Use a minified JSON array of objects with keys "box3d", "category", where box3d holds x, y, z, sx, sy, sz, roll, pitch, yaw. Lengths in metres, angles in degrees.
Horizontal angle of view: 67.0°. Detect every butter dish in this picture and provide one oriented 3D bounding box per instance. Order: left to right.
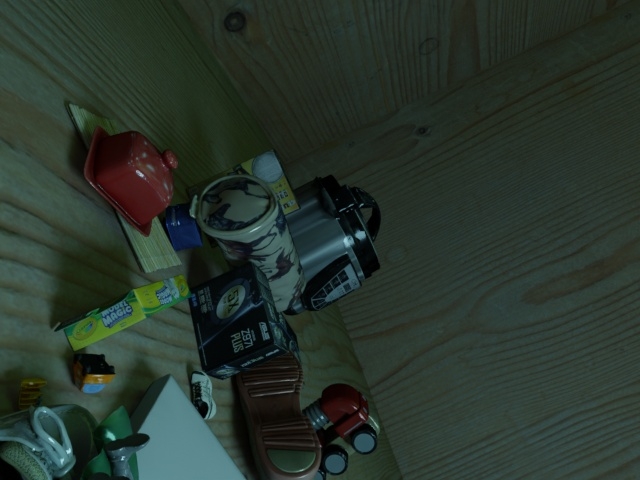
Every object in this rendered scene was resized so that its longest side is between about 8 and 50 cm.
[{"box3d":[-0.295,-0.116,0.810,0.159,0.118,0.160,-105,168,-45],"category":"butter dish"}]

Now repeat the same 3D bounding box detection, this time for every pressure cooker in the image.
[{"box3d":[-0.003,-0.005,1.527,0.375,0.421,0.370,63,-2,-18],"category":"pressure cooker"}]

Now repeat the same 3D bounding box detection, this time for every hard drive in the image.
[{"box3d":[-0.154,0.352,0.620,0.307,0.040,0.203,60,12,-15],"category":"hard drive"}]

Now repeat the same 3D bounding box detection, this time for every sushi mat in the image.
[{"box3d":[-0.350,-0.090,0.880,0.151,0.019,0.316,-36,102,-83],"category":"sushi mat"}]

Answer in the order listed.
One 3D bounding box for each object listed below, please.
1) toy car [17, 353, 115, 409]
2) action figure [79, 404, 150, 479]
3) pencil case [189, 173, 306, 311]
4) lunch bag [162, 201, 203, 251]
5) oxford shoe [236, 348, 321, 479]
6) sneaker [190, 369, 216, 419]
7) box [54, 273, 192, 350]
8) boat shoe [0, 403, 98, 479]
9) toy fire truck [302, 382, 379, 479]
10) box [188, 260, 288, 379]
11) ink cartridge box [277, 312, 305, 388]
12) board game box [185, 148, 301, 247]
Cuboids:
[{"box3d":[-0.283,0.153,0.527,0.122,0.060,0.040,12,97,-63],"category":"toy car"},{"box3d":[-0.174,0.289,0.444,0.137,0.064,0.232,-89,-179,-67],"category":"action figure"},{"box3d":[-0.148,0.022,1.073,0.410,0.184,0.159,78,-3,-58],"category":"pencil case"},{"box3d":[-0.281,-0.029,0.978,0.067,0.065,0.098,-112,-168,-47],"category":"lunch bag"},{"box3d":[-0.101,0.356,0.982,0.397,0.141,0.146,-112,-153,-62],"category":"oxford shoe"},{"box3d":[-0.197,0.255,0.802,0.037,0.032,0.083,37,29,-78],"category":"sneaker"},{"box3d":[-0.250,0.091,0.635,0.179,0.105,0.043,-12,77,-83],"category":"box"},{"box3d":[-0.239,0.195,0.331,0.320,0.103,0.118,7,60,-84],"category":"boat shoe"},{"box3d":[-0.017,0.385,1.095,0.246,0.217,0.158,51,8,-4],"category":"toy fire truck"},{"box3d":[-0.162,0.156,0.940,0.077,0.147,0.180,56,12,-60],"category":"box"},{"box3d":[-0.115,0.281,1.353,0.208,0.045,0.206,60,8,-34],"category":"ink cartridge box"},{"box3d":[-0.193,-0.104,1.217,0.042,0.243,0.165,-32,99,-85],"category":"board game box"}]
